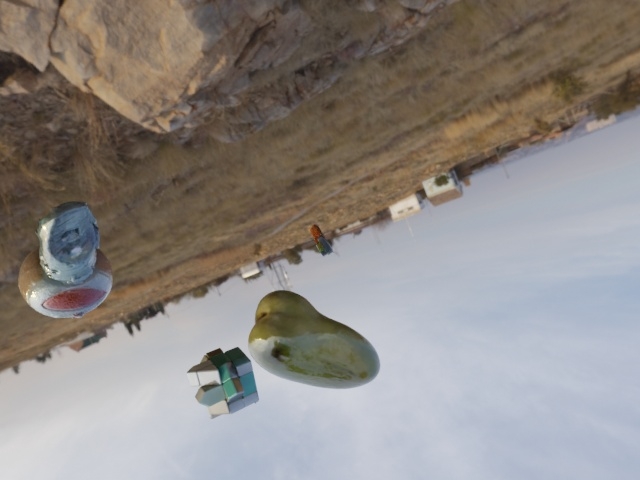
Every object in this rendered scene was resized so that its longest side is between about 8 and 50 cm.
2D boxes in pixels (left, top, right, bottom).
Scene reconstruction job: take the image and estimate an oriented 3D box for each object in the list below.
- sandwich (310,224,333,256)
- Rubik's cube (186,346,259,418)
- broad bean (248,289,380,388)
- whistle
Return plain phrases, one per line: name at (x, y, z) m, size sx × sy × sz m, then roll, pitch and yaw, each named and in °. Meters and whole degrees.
sandwich at (0.001, 0.002, 0.898) m, size 0.026 × 0.069 × 0.101 m, roll -33°, pitch -157°, yaw 2°
Rubik's cube at (-0.359, 0.529, 1.539) m, size 0.213 × 0.224 × 0.265 m, roll -17°, pitch -162°, yaw -29°
broad bean at (-0.014, 0.203, 0.759) m, size 0.189 × 0.263 × 0.121 m, roll -44°, pitch -162°, yaw 38°
whistle at (-0.532, 0.054, 0.890) m, size 0.189 × 0.189 × 0.347 m, roll -23°, pitch 160°, yaw -42°
